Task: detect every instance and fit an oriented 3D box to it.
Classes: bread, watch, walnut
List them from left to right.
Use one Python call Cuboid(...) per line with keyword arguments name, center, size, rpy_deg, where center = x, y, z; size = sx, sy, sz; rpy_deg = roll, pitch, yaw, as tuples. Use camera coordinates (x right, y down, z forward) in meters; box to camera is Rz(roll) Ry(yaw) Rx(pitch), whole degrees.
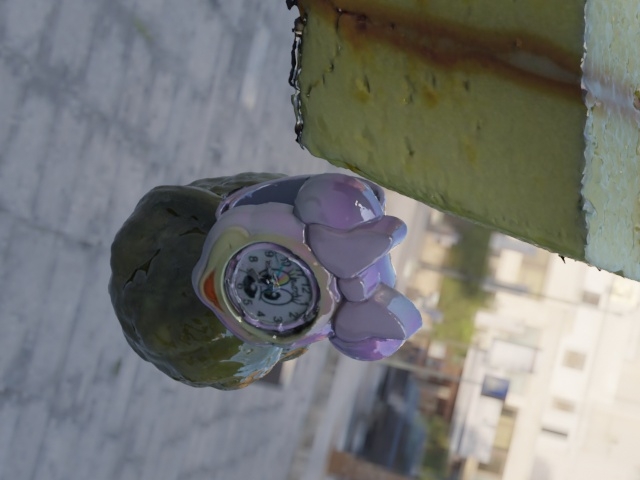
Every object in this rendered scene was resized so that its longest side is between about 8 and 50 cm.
Cuboid(name="walnut", center=(-0.122, 0.047, 1.926), size=(0.282, 0.277, 0.253), rpy_deg=(-16, 103, -42))
Cuboid(name="watch", center=(0.000, 0.000, 1.676), size=(0.217, 0.249, 0.210), rpy_deg=(-55, 140, -59))
Cuboid(name="bread", center=(0.153, -0.172, 1.504), size=(0.242, 0.405, 0.345), rpy_deg=(8, 96, -63))
